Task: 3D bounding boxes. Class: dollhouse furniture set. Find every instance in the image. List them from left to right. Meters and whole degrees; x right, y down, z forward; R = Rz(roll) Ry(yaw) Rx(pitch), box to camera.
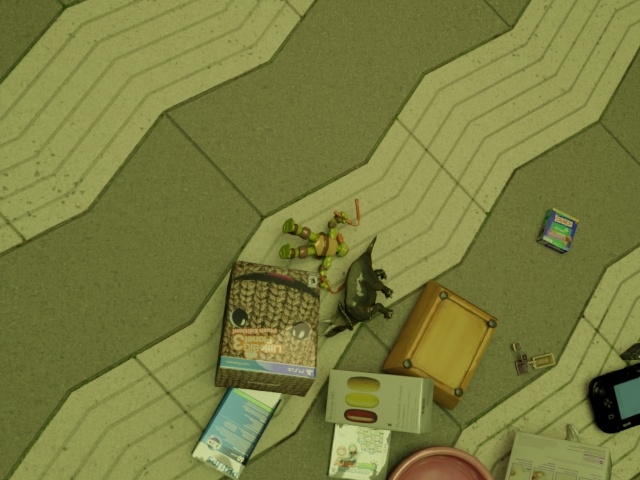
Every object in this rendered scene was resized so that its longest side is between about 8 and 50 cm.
[{"bbox_3d":[0.613,0.324,1.904,0.114,0.081,0.090,-10,82,-13],"label":"dollhouse furniture set"}]

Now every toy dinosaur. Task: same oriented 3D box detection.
[{"bbox_3d":[0.116,0.129,1.802,0.160,0.121,0.313,25,81,-42],"label":"toy dinosaur"}]

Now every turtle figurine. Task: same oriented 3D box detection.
[{"bbox_3d":[0.000,0.000,1.836,0.217,0.087,0.269,12,94,-31],"label":"turtle figurine"}]

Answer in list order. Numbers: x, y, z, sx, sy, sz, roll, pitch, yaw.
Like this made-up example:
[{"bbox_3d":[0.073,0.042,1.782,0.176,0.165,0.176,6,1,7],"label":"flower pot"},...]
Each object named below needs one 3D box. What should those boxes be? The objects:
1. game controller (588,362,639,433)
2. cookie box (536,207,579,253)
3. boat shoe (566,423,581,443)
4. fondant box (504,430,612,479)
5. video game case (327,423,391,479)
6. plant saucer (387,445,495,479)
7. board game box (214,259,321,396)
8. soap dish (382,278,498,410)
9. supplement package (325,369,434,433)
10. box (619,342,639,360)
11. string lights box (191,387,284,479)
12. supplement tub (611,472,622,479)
[{"bbox_3d":[0.922,0.440,1.950,0.319,0.067,0.166,-14,83,-12],"label":"game controller"},{"bbox_3d":[0.704,-0.029,2.007,0.092,0.040,0.107,25,75,-5],"label":"cookie box"},{"bbox_3d":[0.710,0.567,1.903,0.035,0.035,0.100,-14,89,-16],"label":"boat shoe"},{"bbox_3d":[0.587,0.669,1.713,0.238,0.096,0.330,3,48,31],"label":"fondant box"},{"bbox_3d":[0.105,0.562,1.795,0.157,0.019,0.143,10,78,-9],"label":"video game case"},{"bbox_3d":[0.309,0.709,1.775,0.332,0.084,0.332,2,78,-10],"label":"plant saucer"},{"bbox_3d":[-0.130,0.222,1.704,0.232,0.141,0.291,8,58,-9],"label":"board game box"},{"bbox_3d":[0.336,0.281,1.840,0.229,0.118,0.290,31,77,-4],"label":"soap dish"},{"bbox_3d":[0.152,0.408,1.720,0.244,0.134,0.139,0,77,22],"label":"supplement package"},{"bbox_3d":[0.919,0.321,1.962,0.067,0.083,0.018,-32,86,-15],"label":"box"},{"bbox_3d":[-0.206,0.459,1.724,0.133,0.077,0.259,31,76,-3],"label":"string lights box"},{"bbox_3d":[0.704,0.754,1.786,0.272,0.191,0.191,-37,88,-15],"label":"supplement tub"}]
